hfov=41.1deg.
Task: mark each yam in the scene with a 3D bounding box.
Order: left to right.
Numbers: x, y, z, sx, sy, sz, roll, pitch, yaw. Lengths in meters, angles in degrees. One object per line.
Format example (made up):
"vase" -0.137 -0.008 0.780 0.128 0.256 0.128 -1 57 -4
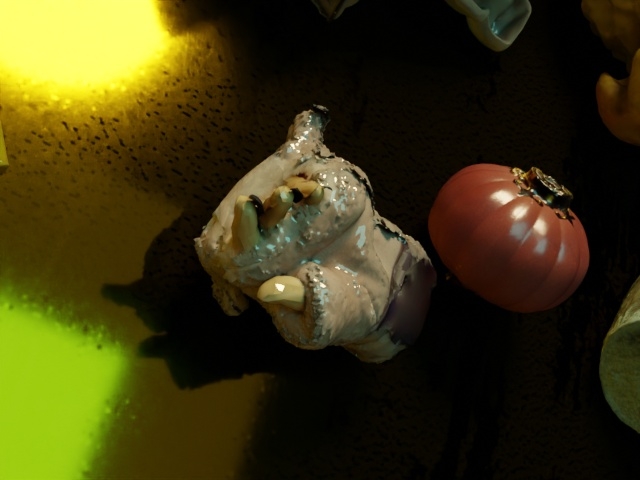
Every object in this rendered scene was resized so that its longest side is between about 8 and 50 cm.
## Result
"yam" 0.287 0.056 0.646 0.107 0.107 0.194 53 53 -8

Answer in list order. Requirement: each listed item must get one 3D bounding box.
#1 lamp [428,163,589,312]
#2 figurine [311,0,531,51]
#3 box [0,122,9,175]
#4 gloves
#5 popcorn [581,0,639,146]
"lamp" 0.121 -0.002 0.552 0.107 0.092 0.107 27 26 -15
"figurine" 0.106 -0.273 0.580 0.308 0.308 0.143 -11 40 -38
"box" -0.204 -0.102 0.398 0.087 0.023 0.155 -7 77 -35
"gloves" -0.001 0.009 0.461 0.110 0.094 0.144 -50 123 -26
"popcorn" 0.332 -0.225 0.716 0.265 0.225 0.332 49 64 -18
